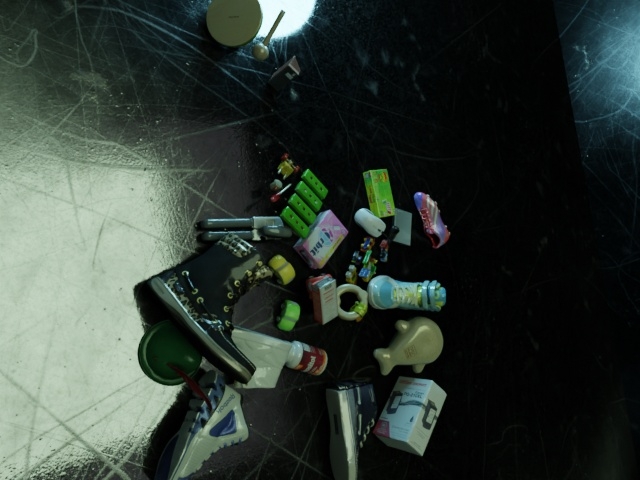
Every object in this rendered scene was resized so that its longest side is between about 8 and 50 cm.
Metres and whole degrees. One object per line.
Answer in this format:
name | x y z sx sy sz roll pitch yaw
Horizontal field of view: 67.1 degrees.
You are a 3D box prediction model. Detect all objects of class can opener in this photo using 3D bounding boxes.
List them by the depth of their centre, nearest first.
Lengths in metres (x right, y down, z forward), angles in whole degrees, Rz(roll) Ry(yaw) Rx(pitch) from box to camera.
can opener | -0.223 -0.038 1.470 0.280 0.093 0.074 -2 85 -32

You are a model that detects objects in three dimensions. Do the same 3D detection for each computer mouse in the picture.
computer mouse | 0.206 -0.045 1.798 0.193 0.042 0.106 34 99 -23

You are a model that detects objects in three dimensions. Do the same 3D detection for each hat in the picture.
hat | -0.346 0.304 1.257 0.208 0.183 0.173 48 58 -21

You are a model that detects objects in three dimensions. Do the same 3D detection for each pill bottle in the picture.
pill bottle | -0.060 0.368 1.524 0.152 0.086 0.086 25 69 -31

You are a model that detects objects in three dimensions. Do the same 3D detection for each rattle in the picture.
rattle | 0.060 0.213 1.678 0.199 0.143 0.130 5 85 0

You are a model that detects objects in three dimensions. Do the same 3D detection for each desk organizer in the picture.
desk organizer | -0.116 -0.553 1.602 0.047 0.130 0.050 39 60 -25

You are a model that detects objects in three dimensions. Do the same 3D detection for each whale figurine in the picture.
whale figurine | 0.318 0.390 1.796 0.272 0.141 0.216 -27 99 -12

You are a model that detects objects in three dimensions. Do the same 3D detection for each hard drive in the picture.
hard drive | 0.321 -0.052 1.917 0.094 0.022 0.135 14 74 -34

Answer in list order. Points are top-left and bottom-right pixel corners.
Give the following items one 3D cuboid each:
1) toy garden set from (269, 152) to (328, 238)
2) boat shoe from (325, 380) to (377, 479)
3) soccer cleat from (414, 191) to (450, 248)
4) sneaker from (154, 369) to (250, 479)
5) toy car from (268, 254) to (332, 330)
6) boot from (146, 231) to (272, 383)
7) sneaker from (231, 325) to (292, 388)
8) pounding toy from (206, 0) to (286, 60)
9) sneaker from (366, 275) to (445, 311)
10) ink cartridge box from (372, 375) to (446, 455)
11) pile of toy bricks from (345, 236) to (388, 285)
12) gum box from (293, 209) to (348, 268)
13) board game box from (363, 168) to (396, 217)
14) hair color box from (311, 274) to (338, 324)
toy garden set | -0.091 -0.150 1.579 0.204 0.049 0.244 46 44 -22
boat shoe | 0.119 0.631 1.586 0.158 0.127 0.341 0 82 -29
soccer cleat | 0.449 -0.083 1.985 0.095 0.083 0.248 -44 111 -28
sneaker | -0.290 0.532 1.299 0.182 0.127 0.316 37 61 -24
toy car | -0.077 0.181 1.544 0.239 0.053 0.225 23 75 -21
boot | -0.241 0.164 1.292 0.377 0.138 0.284 39 60 19
sneaker | -0.237 0.337 1.383 0.292 0.108 0.169 22 82 -20
pounding toy | -0.236 -0.681 1.538 0.236 0.110 0.183 29 96 8
sneaker | 0.325 0.190 1.734 0.319 0.208 0.127 8 80 -48
ink cartridge box | 0.318 0.613 1.713 0.100 0.172 0.237 46 59 -22
pile of toy bricks | 0.177 0.092 1.746 0.212 0.118 0.105 -60 147 -36
gum box | 0.000 0.000 1.642 0.107 0.062 0.188 50 58 -20
board game box | 0.227 -0.178 1.853 0.092 0.043 0.181 -12 90 -38
hair color box | 0.015 0.190 1.544 0.072 0.043 0.141 -26 125 -34
